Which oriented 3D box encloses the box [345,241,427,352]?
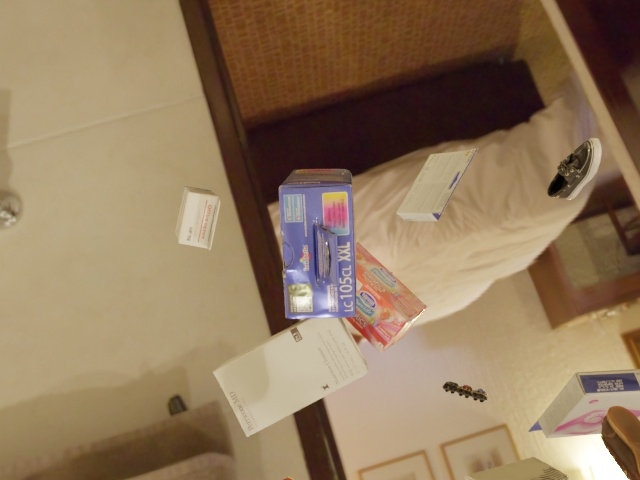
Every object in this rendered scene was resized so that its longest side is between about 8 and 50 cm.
[{"bbox_3d":[0.147,0.165,1.967,0.142,0.300,0.154,-20,147,-52],"label":"box"}]

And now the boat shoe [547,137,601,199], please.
[{"bbox_3d":[0.641,-0.179,1.672,0.076,0.080,0.228,-3,154,-4],"label":"boat shoe"}]

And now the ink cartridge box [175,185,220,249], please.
[{"bbox_3d":[-0.246,-0.047,1.297,0.060,0.104,0.180,11,-174,-17],"label":"ink cartridge box"}]

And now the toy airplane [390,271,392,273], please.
[{"bbox_3d":[0.178,0.122,2.296,0.151,0.028,0.151,2,179,0],"label":"toy airplane"}]

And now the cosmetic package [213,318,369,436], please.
[{"bbox_3d":[-0.081,0.362,1.854,0.385,0.217,0.156,-30,178,2],"label":"cosmetic package"}]

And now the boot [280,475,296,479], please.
[{"bbox_3d":[-0.049,0.592,1.458,0.084,0.158,0.059,-15,132,-42],"label":"boot"}]

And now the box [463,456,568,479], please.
[{"bbox_3d":[0.391,0.526,1.330,0.275,0.113,0.094,6,-169,-44],"label":"box"}]

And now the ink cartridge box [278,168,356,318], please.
[{"bbox_3d":[0.000,0.000,1.375,0.151,0.270,0.395,-2,-169,4],"label":"ink cartridge box"}]

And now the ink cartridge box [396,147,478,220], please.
[{"bbox_3d":[0.339,-0.154,1.847,0.045,0.223,0.224,37,166,-23],"label":"ink cartridge box"}]

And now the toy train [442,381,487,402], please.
[{"bbox_3d":[0.440,0.455,1.977,0.158,0.027,0.036,6,-134,48],"label":"toy train"}]

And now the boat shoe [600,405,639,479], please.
[{"bbox_3d":[0.543,0.378,1.102,0.073,0.207,0.073,2,122,-8],"label":"boat shoe"}]

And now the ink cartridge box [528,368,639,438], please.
[{"bbox_3d":[0.709,0.409,1.566,0.324,0.071,0.330,-2,141,-7],"label":"ink cartridge box"}]
